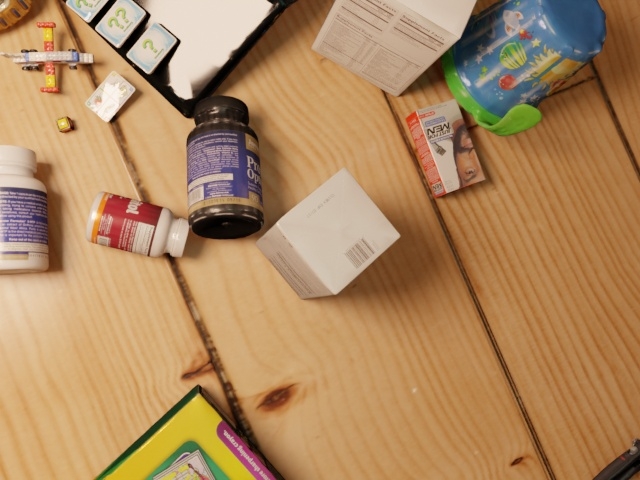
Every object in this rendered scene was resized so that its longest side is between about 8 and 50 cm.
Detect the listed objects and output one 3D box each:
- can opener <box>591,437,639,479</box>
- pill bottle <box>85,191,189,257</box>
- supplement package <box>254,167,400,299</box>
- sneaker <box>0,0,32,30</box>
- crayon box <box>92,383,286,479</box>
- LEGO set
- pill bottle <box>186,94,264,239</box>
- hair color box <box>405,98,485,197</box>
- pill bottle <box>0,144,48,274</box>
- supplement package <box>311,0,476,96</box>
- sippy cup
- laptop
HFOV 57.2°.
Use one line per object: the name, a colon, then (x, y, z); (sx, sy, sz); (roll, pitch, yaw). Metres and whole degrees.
can opener: (0.599, 0.440, 1.144); (0.186, 0.073, 0.059); (-26, 98, -7)
pill bottle: (-0.293, -0.021, 0.955); (0.151, 0.086, 0.086); (15, 80, -13)
supplement package: (0.000, 0.000, 0.945); (0.139, 0.244, 0.134); (-40, 93, -15)
sneaker: (-0.610, -0.361, 0.920); (0.296, 0.112, 0.131); (-35, 75, -17)
crayon box: (-0.190, 0.470, 0.910); (0.313, 0.106, 0.363); (-41, 95, -12)
LEGO set: (-0.385, -0.301, 0.961); (0.182, 0.060, 0.244); (41, 90, -5)
pill bottle: (-0.160, -0.122, 0.974); (0.122, 0.123, 0.219); (-1, 71, -14)
hair color box: (0.240, -0.177, 1.129); (0.093, 0.053, 0.167); (-20, 89, -17)
pill bottle: (-0.478, -0.044, 0.897); (0.111, 0.112, 0.187); (-2, 84, -15)
supplement package: (0.136, -0.420, 1.022); (0.198, 0.262, 0.199); (27, 78, -10)
sippy cup: (0.381, -0.358, 1.076); (0.239, 0.224, 0.306); (-16, 84, -28)
laptop: (-0.219, -0.506, 1.070); (0.382, 0.236, 0.408); (44, 104, -5)
